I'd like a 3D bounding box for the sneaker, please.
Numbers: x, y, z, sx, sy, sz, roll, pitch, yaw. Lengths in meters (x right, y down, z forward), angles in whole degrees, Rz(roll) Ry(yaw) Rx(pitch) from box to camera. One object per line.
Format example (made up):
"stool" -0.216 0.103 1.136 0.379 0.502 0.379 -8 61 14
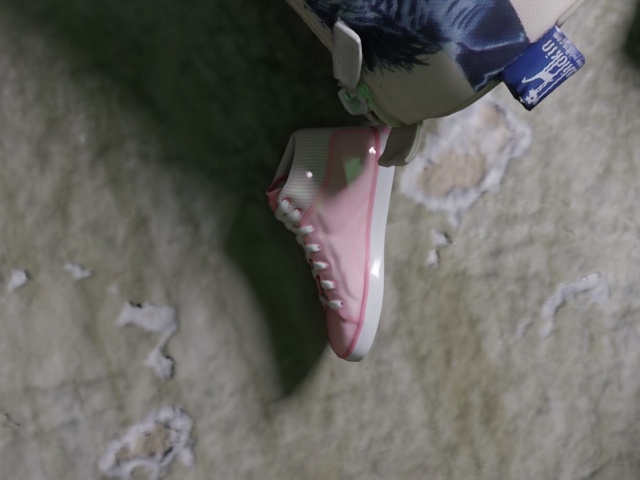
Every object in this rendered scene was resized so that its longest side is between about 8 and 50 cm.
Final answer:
"sneaker" 0.000 0.000 0.758 0.070 0.051 0.134 4 96 -16

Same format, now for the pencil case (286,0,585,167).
"pencil case" -0.035 -0.226 0.644 0.410 0.160 0.184 41 72 -20
